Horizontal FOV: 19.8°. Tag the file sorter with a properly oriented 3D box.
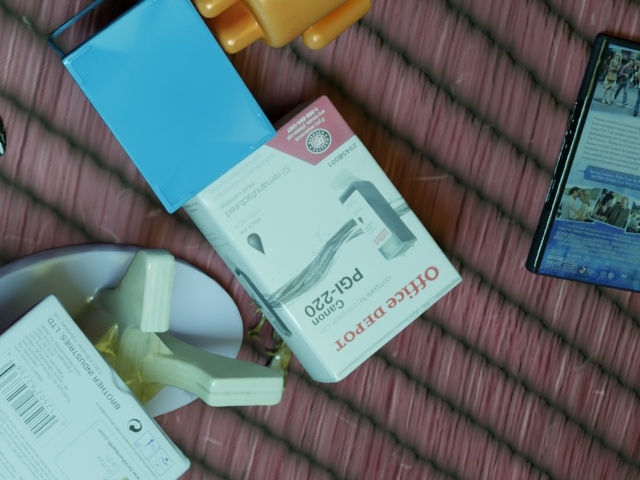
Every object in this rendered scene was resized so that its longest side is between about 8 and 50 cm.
[{"bbox_3d":[-0.144,-0.136,1.610,0.118,0.104,0.170,-37,118,-7],"label":"file sorter"}]

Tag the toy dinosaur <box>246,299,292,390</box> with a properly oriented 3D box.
[{"bbox_3d":[-0.011,0.050,1.762,0.112,0.064,0.211,27,107,-40],"label":"toy dinosaur"}]

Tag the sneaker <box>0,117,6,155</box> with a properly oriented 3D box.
[{"bbox_3d":[-0.313,-0.114,1.592,0.044,0.040,0.109,-31,114,8],"label":"sneaker"}]

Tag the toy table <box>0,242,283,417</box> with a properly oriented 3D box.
[{"bbox_3d":[-0.182,0.111,1.649,0.274,0.161,0.252,-11,112,-19],"label":"toy table"}]

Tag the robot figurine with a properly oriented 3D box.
[{"bbox_3d":[-0.019,-0.255,1.609,0.219,0.128,0.158,-37,90,-6],"label":"robot figurine"}]

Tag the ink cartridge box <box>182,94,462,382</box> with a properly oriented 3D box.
[{"bbox_3d":[0.000,0.000,1.678,0.158,0.092,0.218,-39,99,-13],"label":"ink cartridge box"}]

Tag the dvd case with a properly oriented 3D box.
[{"bbox_3d":[0.323,-0.072,1.867,0.180,0.022,0.253,10,104,-24],"label":"dvd case"}]

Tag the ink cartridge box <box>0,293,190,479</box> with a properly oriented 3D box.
[{"bbox_3d":[-0.271,0.207,1.439,0.311,0.065,0.186,-42,99,-33],"label":"ink cartridge box"}]
